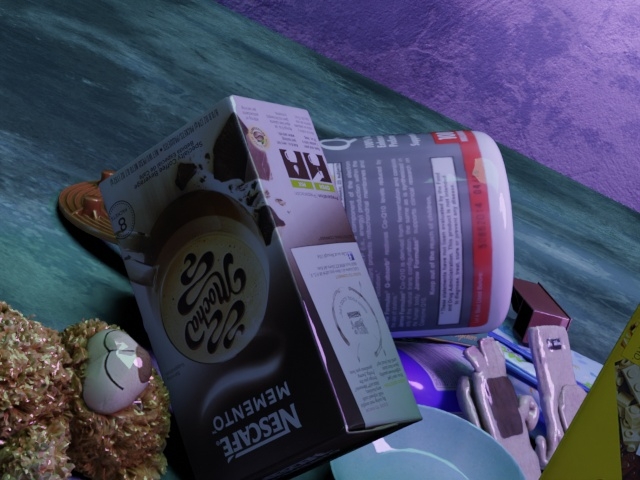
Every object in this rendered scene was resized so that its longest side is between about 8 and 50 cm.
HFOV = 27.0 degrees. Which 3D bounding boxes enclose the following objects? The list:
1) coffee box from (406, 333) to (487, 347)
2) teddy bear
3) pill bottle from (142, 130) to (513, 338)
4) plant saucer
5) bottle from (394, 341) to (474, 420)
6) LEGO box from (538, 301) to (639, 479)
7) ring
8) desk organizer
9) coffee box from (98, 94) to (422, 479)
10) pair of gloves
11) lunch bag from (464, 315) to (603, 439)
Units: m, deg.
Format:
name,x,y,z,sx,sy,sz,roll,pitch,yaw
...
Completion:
name,x,y,z,sx,sy,sz,roll,pitch,yaw
coffee box,0.094,0.096,1.549,0.113,0.040,0.184,14,-9,-36
teddy bear,-0.258,0.101,1.009,0.338,0.113,0.245,21,19,-17
pill bottle,0.000,0.000,1.349,0.362,0.210,0.210,-3,20,-3
plant saucer,0.097,0.228,1.229,0.195,0.037,0.195,13,32,-8
bottle,0.077,0.157,1.376,0.282,0.092,0.118,7,20,-48
LEGO box,0.399,0.186,1.045,0.372,0.500,0.193,31,16,19
ring,-0.146,-0.032,1.601,0.336,0.032,0.336,10,15,-3
desk organizer,0.261,0.089,1.648,0.050,0.047,0.130,15,15,-13
coffee box,-0.055,0.050,1.135,0.119,0.168,0.297,3,62,-55
pair of gloves,0.224,0.195,1.406,0.240,0.042,0.204,-6,75,-55
lunch bag,0.266,0.177,1.619,0.219,0.090,0.176,31,19,20
